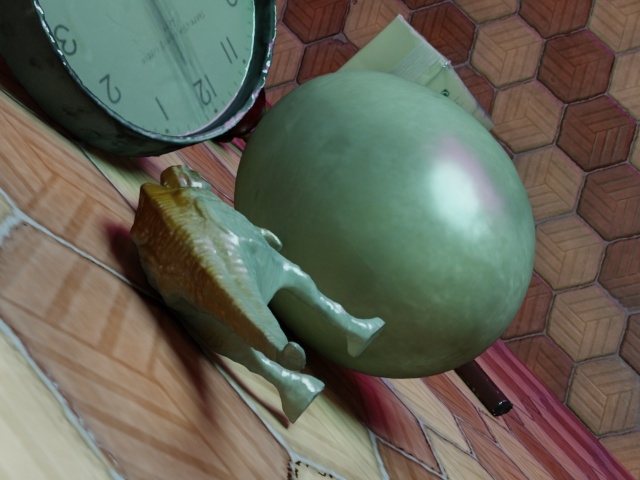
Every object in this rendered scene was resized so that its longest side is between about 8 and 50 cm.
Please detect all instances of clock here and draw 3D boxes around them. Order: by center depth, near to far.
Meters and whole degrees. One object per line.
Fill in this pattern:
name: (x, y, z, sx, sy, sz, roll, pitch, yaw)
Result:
clock: (-0.157, -0.230, 0.886, 0.061, 0.313, 0.312, -4, -30, 39)

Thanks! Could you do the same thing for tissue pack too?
tissue pack: (0.118, -0.208, 1.952, 0.207, 0.380, 0.297, 54, 10, 33)

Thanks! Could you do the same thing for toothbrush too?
toothbrush: (0.202, 0.161, 1.673, 0.041, 0.041, 0.364, 37, 10, -48)

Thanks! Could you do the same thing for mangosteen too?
mangosteen: (-0.142, -0.204, 1.514, 0.140, 0.140, 0.140, 44, 7, -7)

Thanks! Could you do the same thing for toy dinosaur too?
toy dinosaur: (-0.050, 0.038, 0.674, 0.205, 0.092, 0.393, 44, 8, -9)

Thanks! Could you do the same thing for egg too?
egg: (0.052, -0.020, 0.921, 0.258, 0.258, 0.352, 40, 15, -38)

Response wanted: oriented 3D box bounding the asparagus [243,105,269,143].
asparagus: (-0.098, -0.184, 1.682, 0.343, 0.082, 0.085, 56, 28, -48)
